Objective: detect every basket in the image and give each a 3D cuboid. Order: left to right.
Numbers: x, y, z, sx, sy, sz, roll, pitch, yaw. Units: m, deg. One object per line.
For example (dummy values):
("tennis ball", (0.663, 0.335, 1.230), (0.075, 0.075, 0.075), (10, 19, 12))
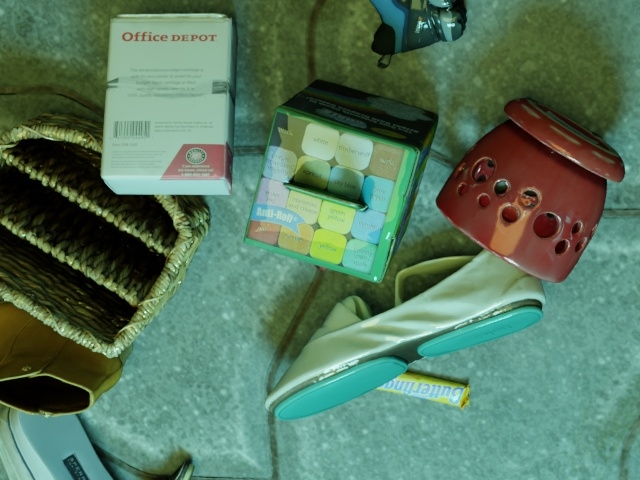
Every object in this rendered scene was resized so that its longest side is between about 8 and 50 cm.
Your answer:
("basket", (-0.314, -0.026, 1.684), (0.299, 0.223, 0.213), (32, 110, 2))

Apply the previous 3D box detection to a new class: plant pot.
("plant pot", (0.262, -0.068, 1.568), (0.191, 0.191, 0.174), (31, 107, 2))

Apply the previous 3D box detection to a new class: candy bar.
("candy bar", (0.129, 0.199, 1.763), (0.161, 0.018, 0.040), (12, 108, 9))

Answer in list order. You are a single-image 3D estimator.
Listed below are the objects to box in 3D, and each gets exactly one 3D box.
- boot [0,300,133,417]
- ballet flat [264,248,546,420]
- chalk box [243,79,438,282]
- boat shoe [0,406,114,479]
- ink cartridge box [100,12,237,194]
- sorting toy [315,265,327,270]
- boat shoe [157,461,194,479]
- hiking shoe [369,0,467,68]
("boot", (-0.419, 0.165, 1.766), (0.295, 0.211, 0.104), (5, 106, 11))
("ballet flat", (0.100, 0.113, 1.699), (0.400, 0.139, 0.139), (-24, 100, 13))
("chalk box", (0.024, -0.070, 1.563), (0.180, 0.289, 0.179), (18, 109, 7))
("boat shoe", (-0.379, 0.404, 1.862), (0.156, 0.136, 0.367), (-32, 87, 40))
("ink cartridge box", (-0.189, -0.172, 1.628), (0.158, 0.092, 0.218), (1, 78, 3))
("sorting toy", (0.000, 0.000, 1.703), (0.042, 0.102, 0.061), (-39, 74, -11))
("boat shoe", (-0.238, 0.377, 1.871), (0.049, 0.056, 0.152), (34, 110, -5))
("hiking shoe", (0.070, -0.368, 1.561), (0.132, 0.113, 0.304), (-20, 101, 16))
